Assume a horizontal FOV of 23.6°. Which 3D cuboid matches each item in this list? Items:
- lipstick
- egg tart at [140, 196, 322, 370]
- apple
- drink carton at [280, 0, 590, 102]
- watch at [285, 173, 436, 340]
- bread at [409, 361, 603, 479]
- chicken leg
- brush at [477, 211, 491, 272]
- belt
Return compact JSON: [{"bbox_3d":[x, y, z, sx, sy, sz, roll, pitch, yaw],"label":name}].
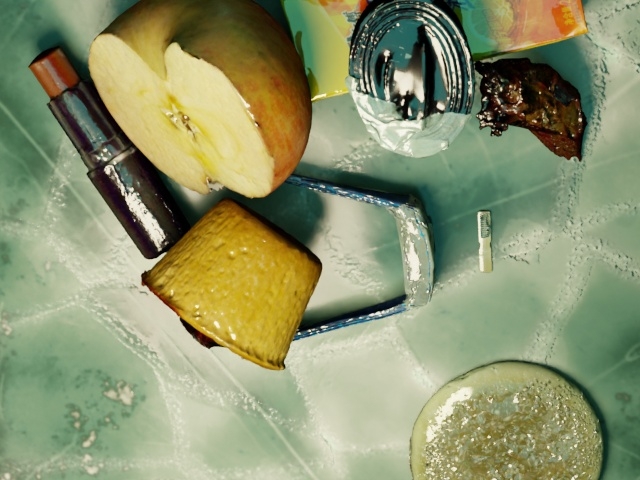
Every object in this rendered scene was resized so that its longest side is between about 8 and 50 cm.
[{"bbox_3d":[-0.269,-0.112,1.941,0.081,0.081,0.300,-29,102,10],"label":"lipstick"},{"bbox_3d":[-0.100,0.055,1.876,0.215,0.215,0.171,35,92,-7],"label":"egg tart"},{"bbox_3d":[-0.117,-0.189,1.827,0.163,0.293,0.251,-47,130,-25],"label":"apple"},{"bbox_3d":[0.134,-0.286,1.861,0.351,0.111,0.155,-13,104,6],"label":"drink carton"},{"bbox_3d":[0.003,-0.012,1.972,0.274,0.068,0.276,-13,104,11],"label":"watch"},{"bbox_3d":[0.248,0.288,2.046,0.266,0.040,0.267,1,105,2],"label":"bread"},{"bbox_3d":[0.262,-0.166,1.876,0.233,0.063,0.105,13,103,-43],"label":"chicken leg"},{"bbox_3d":[0.214,0.003,1.986,0.016,0.013,0.084,-3,106,1],"label":"brush"},{"bbox_3d":[0.105,-0.194,1.795,0.151,0.078,0.198,-9,108,4],"label":"belt"}]
